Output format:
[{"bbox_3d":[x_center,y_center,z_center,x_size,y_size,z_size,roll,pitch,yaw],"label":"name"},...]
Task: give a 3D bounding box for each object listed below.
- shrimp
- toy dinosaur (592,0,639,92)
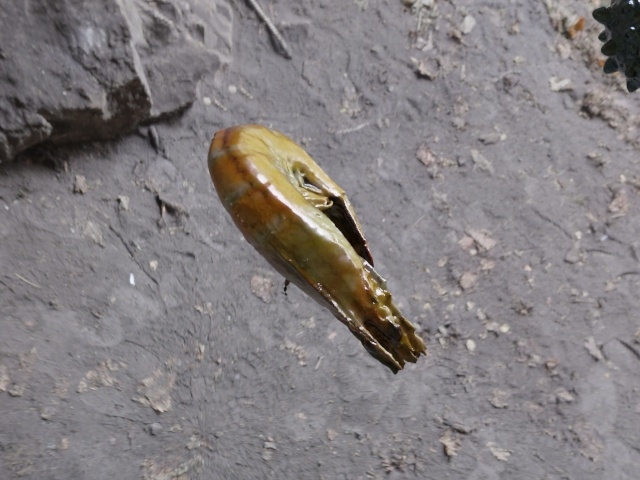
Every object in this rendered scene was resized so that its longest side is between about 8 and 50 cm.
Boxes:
[{"bbox_3d":[0.000,0.000,0.553,0.150,0.068,0.249,-16,69,-54],"label":"shrimp"},{"bbox_3d":[0.151,-0.088,0.291,0.055,0.049,0.154,-17,71,21],"label":"toy dinosaur"}]
